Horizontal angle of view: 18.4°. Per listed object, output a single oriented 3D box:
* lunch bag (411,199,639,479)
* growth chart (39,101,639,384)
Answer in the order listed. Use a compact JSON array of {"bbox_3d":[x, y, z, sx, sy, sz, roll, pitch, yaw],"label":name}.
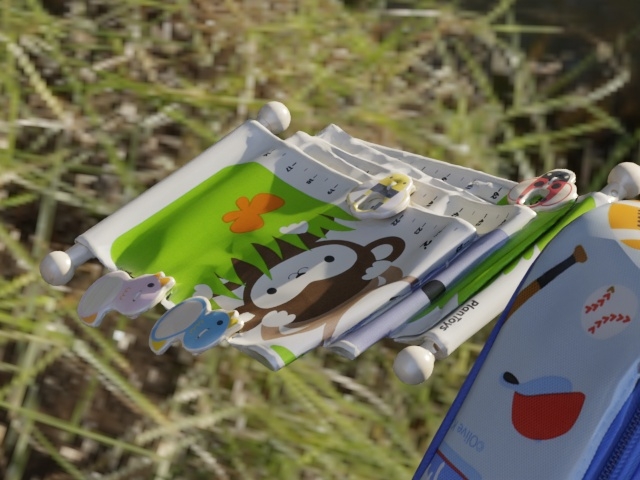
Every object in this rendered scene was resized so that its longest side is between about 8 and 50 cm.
[{"bbox_3d":[0.164,0.128,0.804,0.303,0.115,0.243,22,96,-44],"label":"lunch bag"},{"bbox_3d":[0.000,0.000,0.865,0.172,0.237,0.021,-42,129,-32],"label":"growth chart"}]
